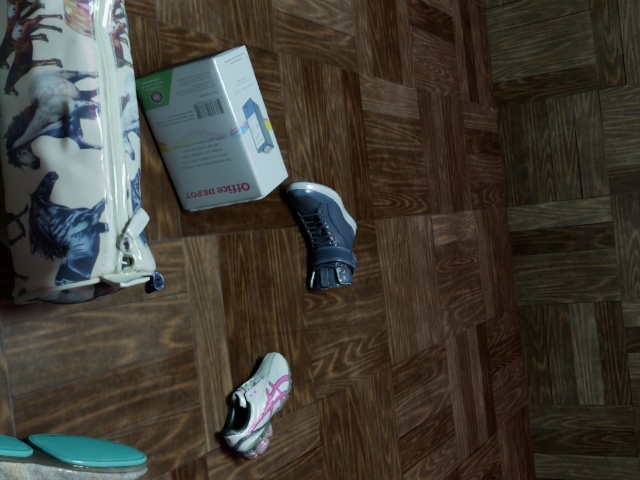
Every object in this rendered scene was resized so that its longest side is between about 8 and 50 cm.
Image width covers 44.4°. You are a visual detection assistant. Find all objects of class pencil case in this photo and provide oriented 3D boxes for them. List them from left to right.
[{"bbox_3d":[-0.277,-0.134,0.893,0.160,0.183,0.411,-1,85,-62],"label":"pencil case"}]

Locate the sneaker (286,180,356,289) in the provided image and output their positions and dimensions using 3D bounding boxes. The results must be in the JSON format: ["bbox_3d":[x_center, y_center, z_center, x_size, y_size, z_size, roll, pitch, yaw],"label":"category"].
[{"bbox_3d":[0.002,0.000,1.478,0.226,0.086,0.164,44,46,-49],"label":"sneaker"}]

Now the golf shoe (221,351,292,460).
[{"bbox_3d":[-0.102,0.256,1.275,0.086,0.067,0.186,53,42,-39],"label":"golf shoe"}]

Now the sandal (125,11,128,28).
[{"bbox_3d":[-0.307,-0.225,1.032,0.097,0.054,0.255,7,79,-49],"label":"sandal"}]

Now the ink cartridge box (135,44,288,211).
[{"bbox_3d":[-0.160,-0.163,1.165,0.093,0.154,0.213,-45,122,-55],"label":"ink cartridge box"}]

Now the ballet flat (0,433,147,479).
[{"bbox_3d":[-0.332,0.270,0.875,0.316,0.107,0.106,26,82,-49],"label":"ballet flat"}]

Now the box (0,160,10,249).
[{"bbox_3d":[-0.372,-0.099,0.927,0.201,0.021,0.164,56,40,-39],"label":"box"}]
